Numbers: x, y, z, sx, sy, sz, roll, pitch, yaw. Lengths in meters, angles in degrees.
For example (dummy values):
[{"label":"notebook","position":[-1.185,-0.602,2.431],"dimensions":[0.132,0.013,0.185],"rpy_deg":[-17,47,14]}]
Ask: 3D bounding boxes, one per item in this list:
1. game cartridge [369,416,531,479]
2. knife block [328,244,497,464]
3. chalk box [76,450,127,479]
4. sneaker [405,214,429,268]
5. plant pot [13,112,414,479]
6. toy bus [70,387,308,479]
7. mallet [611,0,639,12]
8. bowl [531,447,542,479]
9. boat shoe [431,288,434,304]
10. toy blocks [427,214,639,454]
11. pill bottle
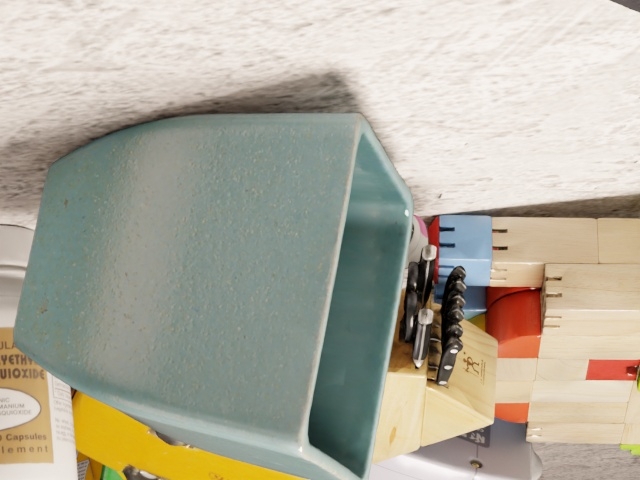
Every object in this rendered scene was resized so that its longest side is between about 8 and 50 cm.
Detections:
[{"label":"game cartridge","position":[0.069,0.174,1.969],"dimensions":[0.297,0.198,0.062],"rpy_deg":[21,122,-4]},{"label":"knife block","position":[0.030,0.097,1.722],"dimensions":[0.242,0.088,0.275],"rpy_deg":[31,141,-34]},{"label":"chalk box","position":[-0.175,0.275,2.232],"dimensions":[0.289,0.179,0.180],"rpy_deg":[29,146,-32]},{"label":"sneaker","position":[0.000,0.000,1.715],"dimensions":[0.178,0.072,0.077],"rpy_deg":[-20,149,17]},{"label":"plant pot","position":[-0.086,0.041,1.492],"dimensions":[0.252,0.247,0.248],"rpy_deg":[7,168,14]},{"label":"toy bus","position":[-0.095,0.201,1.993],"dimensions":[0.332,0.130,0.108],"rpy_deg":[21,135,-10]},{"label":"mallet","position":[0.252,-0.153,1.315],"dimensions":[0.062,0.039,0.189],"rpy_deg":[-19,156,37]},{"label":"bowl","position":[0.103,0.187,2.175],"dimensions":[0.298,0.134,0.298],"rpy_deg":[2,-171,0]},{"label":"boat shoe","position":[0.201,0.098,2.083],"dimensions":[0.267,0.096,0.088],"rpy_deg":[4,-159,-32]},{"label":"toy blocks","position":[0.217,0.091,1.868],"dimensions":[0.261,0.191,0.381],"rpy_deg":[1,150,2]},{"label":"pill bottle","position":[-0.278,0.110,1.651],"dimensions":[0.131,0.229,0.131],"rpy_deg":[-6,165,-2]}]
